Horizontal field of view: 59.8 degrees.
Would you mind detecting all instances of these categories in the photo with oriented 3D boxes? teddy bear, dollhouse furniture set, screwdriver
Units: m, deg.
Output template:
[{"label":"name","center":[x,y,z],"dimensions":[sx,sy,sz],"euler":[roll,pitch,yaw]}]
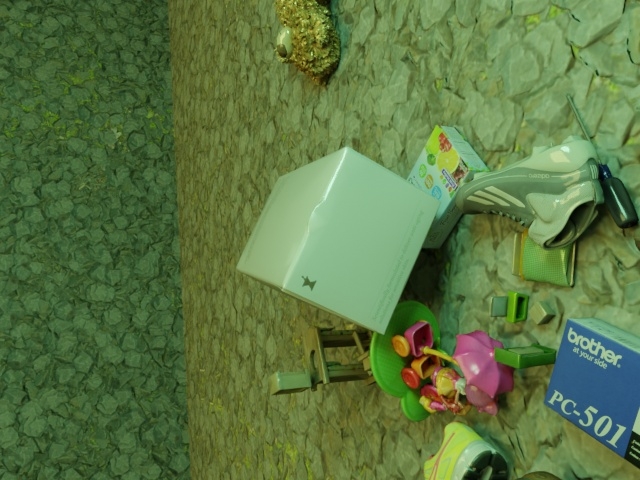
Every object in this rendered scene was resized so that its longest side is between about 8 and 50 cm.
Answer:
[{"label":"teddy bear","center":[-0.049,-0.480,1.140],"dimensions":[0.245,0.113,0.338],"euler":[157,112,-63]},{"label":"dollhouse furniture set","center":[0.227,0.059,0.611],"dimensions":[0.076,0.058,0.152],"euler":[10,98,63]},{"label":"screwdriver","center":[0.282,-0.086,0.565],"dimensions":[0.024,0.025,0.170],"euler":[128,145,-51]},{"label":"dollhouse furniture set","center":[0.026,0.165,0.868],"dimensions":[0.161,0.181,0.101],"euler":[-47,47,53]}]

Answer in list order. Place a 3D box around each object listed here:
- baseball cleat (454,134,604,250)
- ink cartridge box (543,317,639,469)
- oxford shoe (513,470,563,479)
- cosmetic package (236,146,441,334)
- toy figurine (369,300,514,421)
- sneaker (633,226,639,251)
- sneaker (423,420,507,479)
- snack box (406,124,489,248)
[{"label":"baseball cleat","center":[0.216,-0.036,0.610],"dimensions":[0.206,0.072,0.110],"euler":[143,122,-69]},{"label":"ink cartridge box","center":[0.297,0.151,0.480],"dimensions":[0.207,0.046,0.097],"euler":[32,116,60]},{"label":"oxford shoe","center":[0.274,0.285,0.503],"dimensions":[0.212,0.076,0.076],"euler":[37,120,40]},{"label":"cosmetic package","center":[0.000,0.000,0.840],"dimensions":[0.197,0.155,0.365],"euler":[-65,17,-6]},{"label":"toy figurine","center":[0.166,0.168,0.692],"dimensions":[0.159,0.130,0.173],"euler":[3,113,54]},{"label":"sneaker","center":[0.321,0.034,0.417],"dimensions":[0.188,0.066,0.071],"euler":[25,111,62]},{"label":"sneaker","center":[0.165,0.324,0.711],"dimensions":[0.094,0.081,0.209],"euler":[-126,51,-61]},{"label":"snack box","center":[0.163,-0.072,0.770],"dimensions":[0.100,0.037,0.141],"euler":[-111,34,-40]}]
